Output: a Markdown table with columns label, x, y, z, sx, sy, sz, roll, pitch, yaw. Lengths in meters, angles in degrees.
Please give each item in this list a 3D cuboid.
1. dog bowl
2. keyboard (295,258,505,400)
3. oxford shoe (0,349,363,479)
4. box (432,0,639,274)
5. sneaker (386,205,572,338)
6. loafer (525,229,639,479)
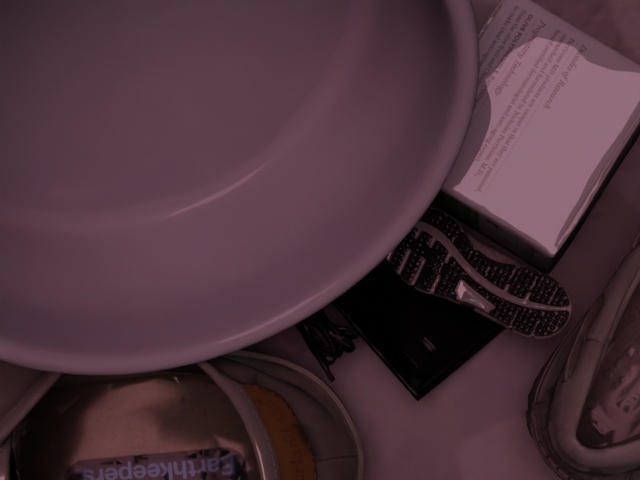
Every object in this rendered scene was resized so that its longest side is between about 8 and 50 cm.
| label | x | y | z | sx | sy | sz | roll | pitch | yaw |
| --- | --- | --- | --- | --- | --- | --- | --- | --- | --- |
| dog bowl | -0.073 | -0.072 | 0.754 | 0.265 | 0.265 | 0.104 | -28 | 47 | 1 |
| keyboard | 0.000 | 0.000 | 0.910 | 0.100 | 0.038 | 0.192 | -36 | 79 | -24 |
| oxford shoe | -0.203 | 0.136 | 0.857 | 0.449 | 0.130 | 0.169 | -11 | 83 | 5 |
| box | 0.103 | -0.050 | 0.865 | 0.087 | 0.101 | 0.102 | 31 | 88 | 8 |
| sneaker | 0.076 | 0.019 | 0.882 | 0.109 | 0.044 | 0.040 | 33 | 90 | 18 |
| loafer | 0.223 | -0.005 | 0.842 | 0.112 | 0.111 | 0.319 | 40 | 87 | 9 |
